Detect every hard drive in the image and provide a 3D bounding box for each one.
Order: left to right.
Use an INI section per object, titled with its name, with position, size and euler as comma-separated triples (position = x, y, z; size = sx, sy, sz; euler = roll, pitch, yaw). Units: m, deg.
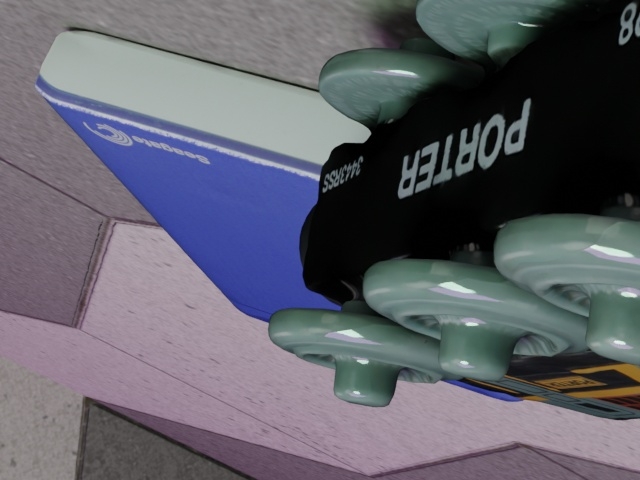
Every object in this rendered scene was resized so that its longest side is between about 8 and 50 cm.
[hard drive]
position = 0.000, 0.000, 0.821
size = 0.210, 0.040, 0.319
euler = 17, 164, 21

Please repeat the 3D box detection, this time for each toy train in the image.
[toy train]
position = 0.110, -0.009, 0.489
size = 0.190, 0.142, 0.334
euler = 15, 166, -19
